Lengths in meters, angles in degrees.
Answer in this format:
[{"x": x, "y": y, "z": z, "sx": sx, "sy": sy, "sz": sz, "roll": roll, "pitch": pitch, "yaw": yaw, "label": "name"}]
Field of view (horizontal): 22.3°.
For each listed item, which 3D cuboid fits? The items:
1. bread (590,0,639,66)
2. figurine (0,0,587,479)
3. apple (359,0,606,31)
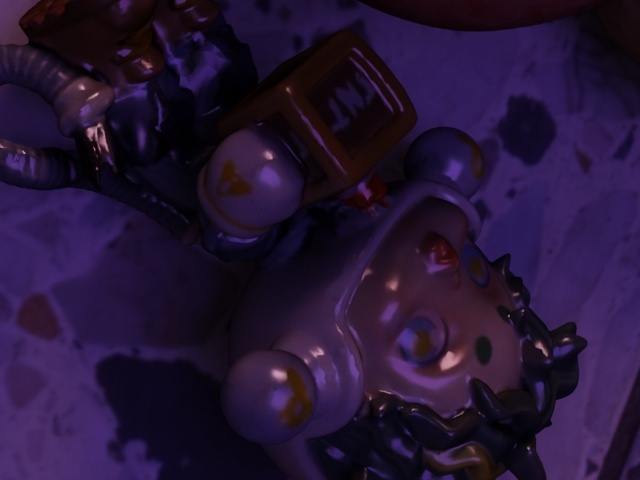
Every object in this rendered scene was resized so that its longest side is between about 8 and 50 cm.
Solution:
[{"x": 0.265, "y": -0.202, "z": 1.044, "sx": 0.244, "sy": 0.134, "sz": 0.244, "roll": -7, "pitch": 102, "yaw": -31, "label": "bread"}, {"x": 0.003, "y": -0.002, "z": 0.900, "sx": 0.261, "sy": 0.186, "sz": 0.382, "roll": -44, "pitch": 110, "yaw": -29, "label": "figurine"}, {"x": 0.100, "y": -0.279, "z": 0.828, "sx": 0.345, "sy": 0.269, "sz": 0.345, "roll": -1, "pitch": 80, "yaw": 3, "label": "apple"}]
